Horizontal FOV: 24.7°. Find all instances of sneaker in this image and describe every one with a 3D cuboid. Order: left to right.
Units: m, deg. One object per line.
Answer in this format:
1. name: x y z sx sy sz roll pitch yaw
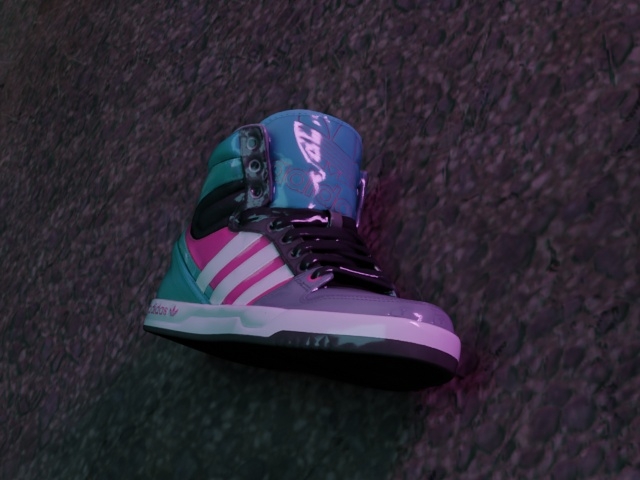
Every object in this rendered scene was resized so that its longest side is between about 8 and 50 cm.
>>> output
1. sneaker: 0.000 0.000 0.999 0.295 0.124 0.178 4 74 51
